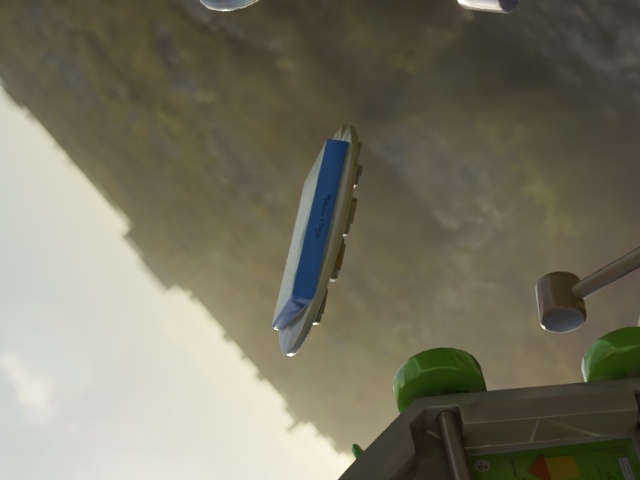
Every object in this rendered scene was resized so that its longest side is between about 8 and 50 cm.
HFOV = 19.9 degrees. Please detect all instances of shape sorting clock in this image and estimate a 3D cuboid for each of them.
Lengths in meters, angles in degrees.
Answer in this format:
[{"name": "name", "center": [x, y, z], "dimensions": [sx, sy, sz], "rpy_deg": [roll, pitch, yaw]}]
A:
[{"name": "shape sorting clock", "center": [0.000, 0.000, 1.585], "dimensions": [0.040, 0.206, 0.206], "rpy_deg": [14, 178, -5]}]

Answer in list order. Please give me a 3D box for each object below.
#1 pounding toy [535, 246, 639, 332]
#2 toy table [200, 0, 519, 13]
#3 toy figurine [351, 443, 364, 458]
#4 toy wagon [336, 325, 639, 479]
[{"name": "pounding toy", "center": [0.255, 0.071, 1.279], "dimensions": [0.181, 0.206, 0.094], "rpy_deg": [87, -176, -58]}, {"name": "toy table", "center": [0.034, -0.234, 1.018], "dimensions": [0.161, 0.252, 0.274], "rpy_deg": [9, 151, 12]}, {"name": "toy figurine", "center": [0.137, 0.201, 1.569], "dimensions": [0.173, 0.159, 0.130], "rpy_deg": [55, -179, -13]}, {"name": "toy wagon", "center": [0.106, 0.171, 1.014], "dimensions": [0.267, 0.344, 0.068], "rpy_deg": [-101, 7, -48]}]
